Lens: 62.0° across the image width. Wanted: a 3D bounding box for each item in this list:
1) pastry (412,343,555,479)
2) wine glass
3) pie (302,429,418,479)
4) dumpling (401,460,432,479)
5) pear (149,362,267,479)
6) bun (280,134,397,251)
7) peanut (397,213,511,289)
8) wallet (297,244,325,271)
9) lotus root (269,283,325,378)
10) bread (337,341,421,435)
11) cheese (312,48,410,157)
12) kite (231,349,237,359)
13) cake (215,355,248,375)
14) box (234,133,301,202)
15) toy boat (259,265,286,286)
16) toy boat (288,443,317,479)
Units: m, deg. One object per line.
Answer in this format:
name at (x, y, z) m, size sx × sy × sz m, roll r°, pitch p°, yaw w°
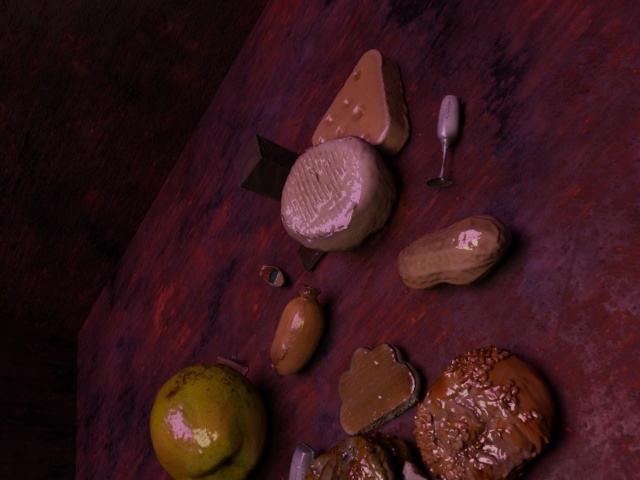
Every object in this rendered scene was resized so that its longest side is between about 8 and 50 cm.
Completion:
pastry at (0.309, 0.360, 1.066) m, size 0.310 × 0.162 × 0.255 m, roll -58°, pitch 35°, yaw 14°
wine glass at (0.336, -0.271, 1.426) m, size 0.074 × 0.074 × 0.262 m, roll -7°, pitch 67°, yaw 52°
pie at (0.071, 0.652, 1.223) m, size 0.418 × 0.181 × 0.395 m, roll -49°, pitch 40°, yaw 34°
dumpling at (0.244, 0.554, 0.999) m, size 0.175 × 0.227 × 0.243 m, roll -28°, pitch 35°, yaw 44°
pear at (-0.340, 0.588, 1.651) m, size 0.391 × 0.391 × 0.390 m, roll -28°, pitch 52°, yaw 43°
bun at (0.057, -0.123, 1.591) m, size 0.360 × 0.211 × 0.359 m, roll -9°, pitch 73°, yaw 32°
peanut at (0.303, 0.038, 1.252) m, size 0.313 × 0.152 × 0.152 m, roll -23°, pitch 55°, yaw 45°
wallet at (0.000, 0.000, 1.767) m, size 0.198 × 0.031 × 0.110 m, roll -52°, pitch 38°, yaw 22°
lotus root at (-0.062, 0.281, 1.623) m, size 0.146 × 0.131 × 0.303 m, roll 28°, pitch 98°, yaw 56°
bread at (0.140, 0.368, 1.372) m, size 0.286 × 0.056 × 0.207 m, roll -41°, pitch 47°, yaw 34°
cheese at (0.118, -0.387, 1.740) m, size 0.384 × 0.104 × 0.383 m, roll -27°, pitch 53°, yaw 42°
kite at (-0.327, 0.450, 2.000) m, size 0.044 × 0.002 × 0.078 m, roll -9°, pitch 65°, yaw 51°
cake at (-0.326, 0.443, 1.900) m, size 0.052 × 0.121 × 0.065 m, roll -57°, pitch 28°, yaw 6°
box at (-0.173, -0.256, 1.952) m, size 0.149 × 0.231 × 0.155 m, roll -47°, pitch 40°, yaw 28°
toy boat at (-0.166, 0.128, 1.894) m, size 0.172 × 0.066 × 0.065 m, roll 23°, pitch 89°, yaw 54°
toy boat at (-0.048, 0.690, 1.455) m, size 0.078 × 0.085 × 0.260 m, roll 9°, pitch 92°, yaw 55°
